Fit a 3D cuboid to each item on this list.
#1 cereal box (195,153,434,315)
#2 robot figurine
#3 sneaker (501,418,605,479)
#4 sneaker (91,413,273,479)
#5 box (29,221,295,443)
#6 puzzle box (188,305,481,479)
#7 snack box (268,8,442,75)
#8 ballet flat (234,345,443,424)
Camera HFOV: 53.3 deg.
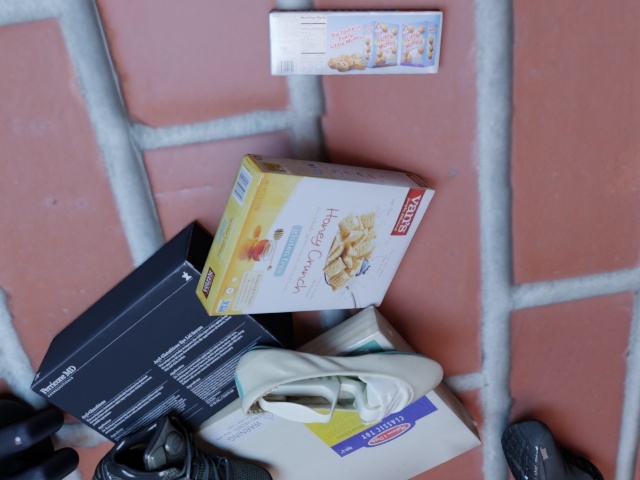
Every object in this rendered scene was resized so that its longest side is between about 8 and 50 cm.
[{"bbox_3d":[0.000,0.000,0.702,0.240,0.047,0.173,1,123,-37],"label":"cereal box"},{"bbox_3d":[-0.462,0.311,0.829,0.278,0.209,0.173,-23,138,8],"label":"robot figurine"},{"bbox_3d":[0.355,0.352,0.949,0.130,0.109,0.286,-23,126,1],"label":"sneaker"},{"bbox_3d":[-0.153,0.282,0.774,0.228,0.087,0.130,15,129,-18],"label":"sneaker"},{"bbox_3d":[-0.188,0.132,0.787,0.261,0.103,0.184,-37,119,15],"label":"box"},{"bbox_3d":[-0.020,0.279,0.878,0.409,0.052,0.272,-32,121,16],"label":"puzzle box"},{"bbox_3d":[0.036,-0.207,0.668,0.178,0.022,0.064,-1,117,-3],"label":"snack box"},{"bbox_3d":[0.026,0.174,0.729,0.249,0.086,0.086,3,117,-8],"label":"ballet flat"}]
